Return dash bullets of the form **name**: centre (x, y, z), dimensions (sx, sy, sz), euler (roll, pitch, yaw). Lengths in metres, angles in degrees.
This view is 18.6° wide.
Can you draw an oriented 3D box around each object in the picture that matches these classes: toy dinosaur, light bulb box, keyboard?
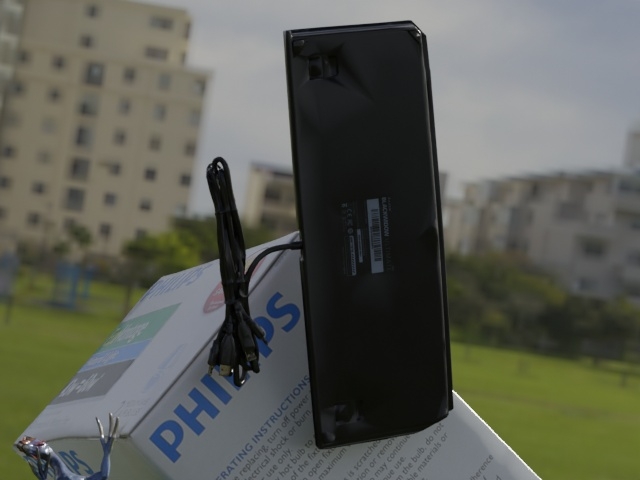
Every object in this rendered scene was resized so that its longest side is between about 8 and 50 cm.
- **toy dinosaur**: centre (-0.127, 0.128, 0.963), dimensions (0.047, 0.090, 0.082), euler (10, 2, -28)
- **light bulb box**: centre (-0.026, 0.211, 1.673), dimensions (0.361, 0.225, 0.358), euler (45, -21, -11)
- **keyboard**: centre (0.000, 0.000, 1.463), dimensions (0.201, 0.317, 0.033), euler (-7, 6, -25)
